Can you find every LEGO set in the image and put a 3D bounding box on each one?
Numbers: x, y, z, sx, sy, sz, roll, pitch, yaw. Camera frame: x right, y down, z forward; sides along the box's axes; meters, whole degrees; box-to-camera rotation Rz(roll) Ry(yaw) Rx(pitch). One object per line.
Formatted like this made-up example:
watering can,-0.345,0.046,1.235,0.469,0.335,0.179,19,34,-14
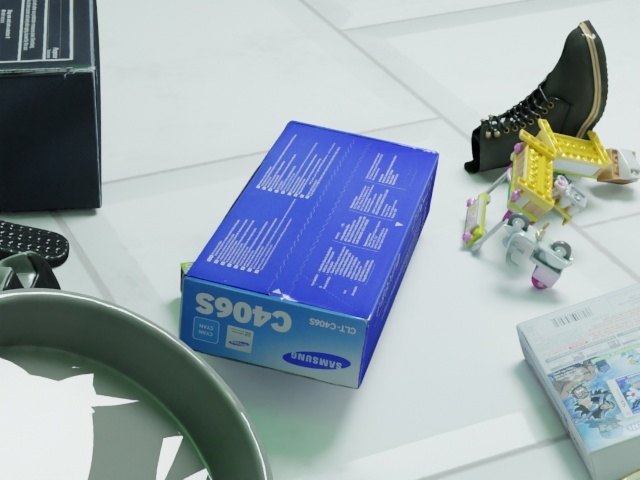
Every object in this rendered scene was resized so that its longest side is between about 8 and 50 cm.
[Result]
LEGO set,0.234,-0.046,1.486,0.132,0.107,0.287,46,36,2

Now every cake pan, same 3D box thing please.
cake pan,-0.172,0.162,1.019,0.293,0.054,0.293,24,36,-19

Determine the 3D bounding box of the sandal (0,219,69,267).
sandal,-0.343,0.004,1.399,0.179,0.040,0.067,14,36,-8

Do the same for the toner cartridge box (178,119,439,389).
toner cartridge box,0.000,0.000,1.312,0.165,0.075,0.348,12,30,10

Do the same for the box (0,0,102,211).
box,-0.389,-0.171,1.533,0.294,0.183,0.296,-3,34,-7

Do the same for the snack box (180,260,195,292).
snack box,-0.054,0.052,1.329,0.141,0.037,0.100,-7,32,-17

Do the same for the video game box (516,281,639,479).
video game box,0.296,0.106,1.206,0.205,0.048,0.187,-19,31,-1

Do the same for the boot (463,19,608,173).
boot,0.233,-0.146,1.532,0.137,0.198,0.077,-8,46,-8

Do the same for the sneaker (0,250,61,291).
sneaker,-0.319,0.140,1.119,0.146,0.122,0.330,-10,30,15

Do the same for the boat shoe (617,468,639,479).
boat shoe,0.198,0.243,1.004,0.223,0.080,0.073,-28,48,-31
